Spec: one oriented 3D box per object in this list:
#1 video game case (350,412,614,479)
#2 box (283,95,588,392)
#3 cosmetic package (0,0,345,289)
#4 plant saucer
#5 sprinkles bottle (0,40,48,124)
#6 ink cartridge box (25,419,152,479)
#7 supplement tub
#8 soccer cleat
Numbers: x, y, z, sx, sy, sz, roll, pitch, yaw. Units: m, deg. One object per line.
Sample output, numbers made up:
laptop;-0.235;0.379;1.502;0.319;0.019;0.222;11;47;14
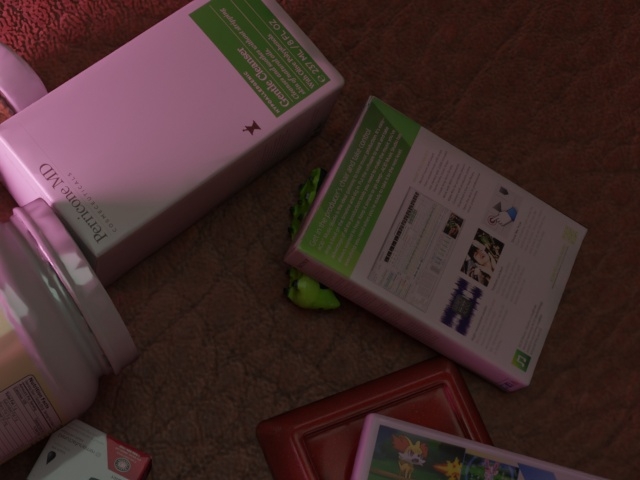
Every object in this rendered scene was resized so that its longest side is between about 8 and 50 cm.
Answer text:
video game case;0.171;0.372;1.310;0.329;0.036;0.300;17;73;-7
box;0.143;0.004;1.455;0.322;0.058;0.232;32;63;-10
cosmetic package;-0.176;-0.127;1.429;0.365;0.155;0.197;-39;83;-23
plant saucer;0.092;0.277;1.374;0.259;0.048;0.258;-18;73;-17
sprinkles bottle;-0.464;-0.075;1.373;0.121;0.121;0.355;37;67;5
ink cartridge box;-0.261;0.279;1.298;0.109;0.063;0.150;26;66;1
supplement tub;-0.373;0.122;1.234;0.324;0.235;0.235;-32;77;-14
soccer cleat;0.000;0.000;1.468;0.072;0.060;0.179;15;66;-23
